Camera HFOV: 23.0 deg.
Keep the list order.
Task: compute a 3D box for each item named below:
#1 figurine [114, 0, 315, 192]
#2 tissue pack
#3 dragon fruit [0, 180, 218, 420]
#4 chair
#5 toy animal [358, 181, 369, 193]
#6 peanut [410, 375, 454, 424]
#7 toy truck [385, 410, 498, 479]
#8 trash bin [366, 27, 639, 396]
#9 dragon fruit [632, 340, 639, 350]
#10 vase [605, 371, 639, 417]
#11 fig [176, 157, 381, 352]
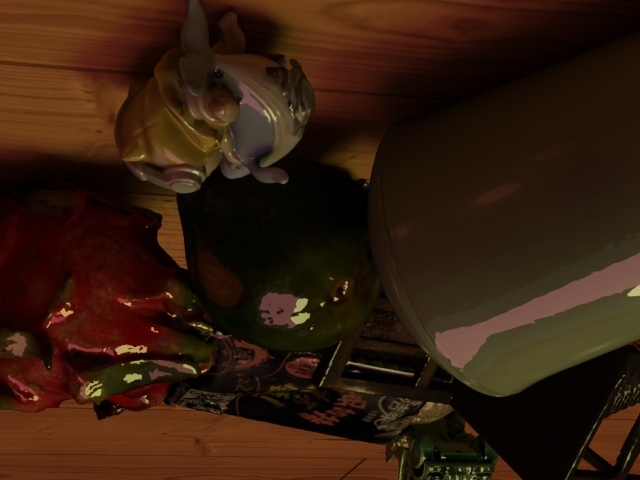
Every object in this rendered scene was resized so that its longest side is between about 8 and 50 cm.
[{"bbox_3d":[-0.096,-0.116,1.358,0.183,0.128,0.208,-6,149,10],"label":"figurine"},{"bbox_3d":[-0.023,0.152,1.974,0.332,0.123,0.245,11,149,-16],"label":"tissue pack"},{"bbox_3d":[-0.251,0.064,1.594,0.302,0.231,0.237,8,158,0],"label":"dragon fruit"},{"bbox_3d":[0.238,0.158,1.792,0.416,0.240,0.203,9,113,-44],"label":"chair"},{"bbox_3d":[0.005,0.008,1.716,0.070,0.079,0.253,3,156,-15],"label":"toy animal"},{"bbox_3d":[0.105,0.203,2.177,0.214,0.090,0.099,5,125,-16],"label":"peanut"},{"bbox_3d":[0.158,0.310,2.273,0.128,0.135,0.259,3,-171,-18],"label":"toy truck"},{"bbox_3d":[0.251,-0.037,1.415,0.432,0.280,0.280,-23,151,31],"label":"trash bin"},{"bbox_3d":[0.400,0.042,1.674,0.307,0.228,0.243,0,140,-1],"label":"dragon fruit"},{"bbox_3d":[0.468,0.190,2.217,0.237,0.115,0.115,-13,156,10],"label":"vase"},{"bbox_3d":[-0.052,-0.005,1.554,0.195,0.245,0.195,-34,149,-24],"label":"fig"}]
